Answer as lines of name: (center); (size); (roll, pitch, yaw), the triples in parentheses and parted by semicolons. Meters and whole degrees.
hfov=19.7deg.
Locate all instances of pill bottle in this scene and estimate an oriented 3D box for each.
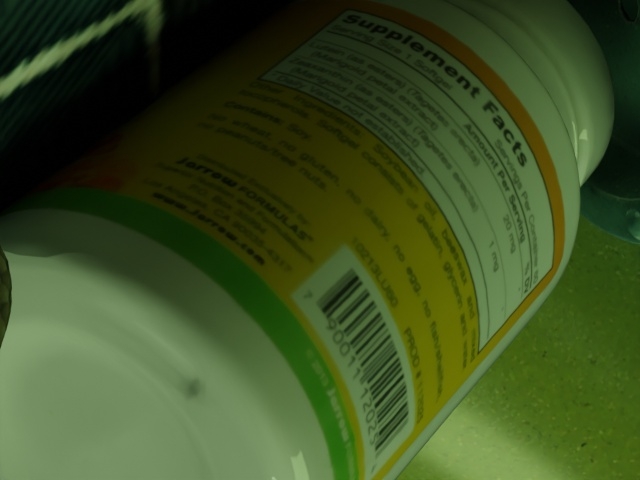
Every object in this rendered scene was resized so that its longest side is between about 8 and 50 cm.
pill bottle: (0.000, 0.000, 0.592); (0.246, 0.136, 0.136); (-43, 170, -45)

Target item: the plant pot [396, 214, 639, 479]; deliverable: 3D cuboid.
plant pot: (0.102, 0.055, 0.867); (0.275, 0.293, 0.275); (-49, 173, -8)

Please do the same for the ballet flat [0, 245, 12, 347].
ballet flat: (-0.156, 0.084, 0.388); (0.250, 0.058, 0.084); (-47, 171, -23)

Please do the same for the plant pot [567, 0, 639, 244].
plant pot: (0.176, -0.110, 0.702); (0.196, 0.293, 0.293); (-21, 162, -20)
